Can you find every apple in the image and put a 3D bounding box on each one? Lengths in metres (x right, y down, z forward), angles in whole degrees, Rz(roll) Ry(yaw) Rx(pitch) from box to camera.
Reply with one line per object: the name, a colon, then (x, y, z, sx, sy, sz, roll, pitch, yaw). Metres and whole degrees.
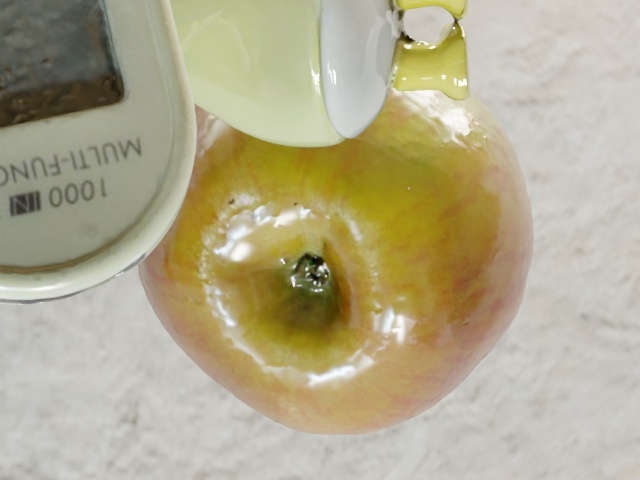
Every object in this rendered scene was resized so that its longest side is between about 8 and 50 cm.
apple: (0.000, 0.000, 1.418, 0.301, 0.301, 0.302, 3, 64, -6)

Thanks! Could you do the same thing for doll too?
doll: (-0.062, -0.126, 1.096, 0.296, 0.141, 0.117, 8, 33, 16)

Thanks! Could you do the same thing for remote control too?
remote control: (-0.085, -0.092, 0.454, 0.078, 0.042, 0.221, -12, 83, -13)
